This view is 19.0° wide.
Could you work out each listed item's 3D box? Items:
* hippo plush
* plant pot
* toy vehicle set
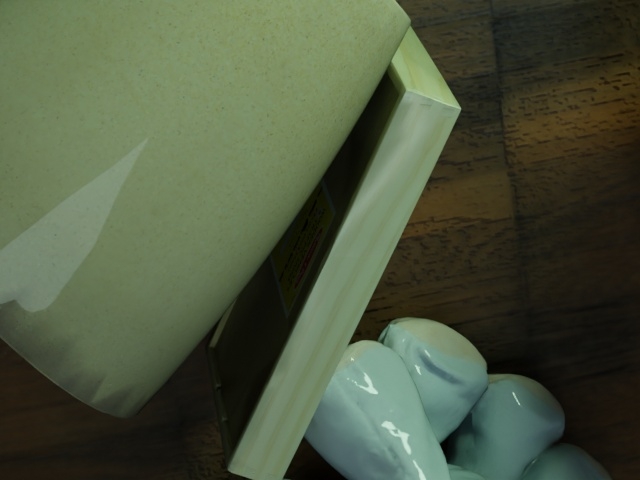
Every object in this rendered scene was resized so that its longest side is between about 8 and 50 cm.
[{"bbox_3d":[0.057,0.224,1.282,0.234,0.294,0.236,5,139,-44],"label":"hippo plush"},{"bbox_3d":[-0.090,-0.082,1.100,0.274,0.256,0.256,-41,114,6],"label":"plant pot"},{"bbox_3d":[0.000,0.000,1.191,0.035,0.166,0.267,19,111,-16],"label":"toy vehicle set"}]
